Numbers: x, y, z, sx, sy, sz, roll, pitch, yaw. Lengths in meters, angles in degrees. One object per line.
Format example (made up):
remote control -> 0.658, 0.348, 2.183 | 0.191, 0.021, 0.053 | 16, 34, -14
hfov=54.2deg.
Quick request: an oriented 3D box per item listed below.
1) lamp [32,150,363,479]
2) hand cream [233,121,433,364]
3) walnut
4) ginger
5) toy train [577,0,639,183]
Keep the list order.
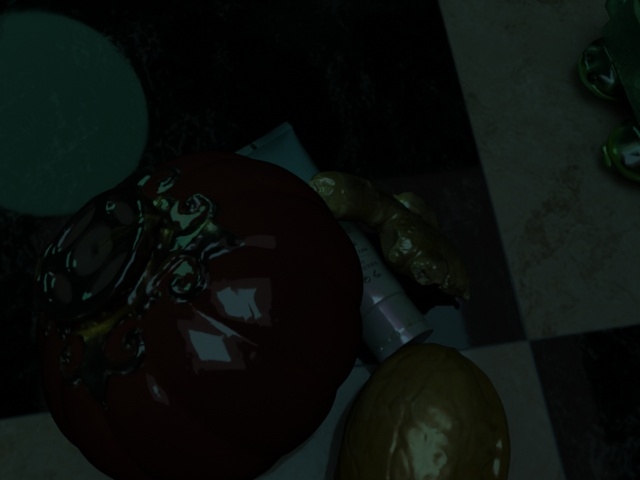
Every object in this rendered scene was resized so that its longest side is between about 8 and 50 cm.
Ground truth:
lamp -> -0.108, 0.065, 0.556 | 0.303, 0.257, 0.303 | -18, 54, 26
hand cream -> 0.000, 0.000, 0.705 | 0.111, 0.070, 0.312 | -32, 66, -11
walnut -> 0.092, 0.194, 0.576 | 0.159, 0.159, 0.207 | 19, 70, 4
ginger -> 0.075, -0.010, 0.656 | 0.214, 0.059, 0.133 | 19, 40, -38
toy train -> 0.435, -0.189, 0.737 | 0.188, 0.159, 0.272 | -7, 70, -15
